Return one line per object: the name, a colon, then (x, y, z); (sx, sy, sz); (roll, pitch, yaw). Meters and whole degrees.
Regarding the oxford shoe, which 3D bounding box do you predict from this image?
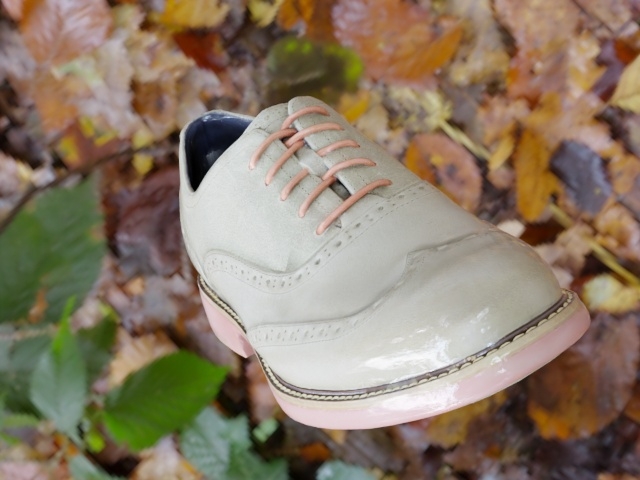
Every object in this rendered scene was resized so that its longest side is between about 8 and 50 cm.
oxford shoe: (0.000, 0.000, 0.817); (0.397, 0.140, 0.146); (13, 128, 63)
